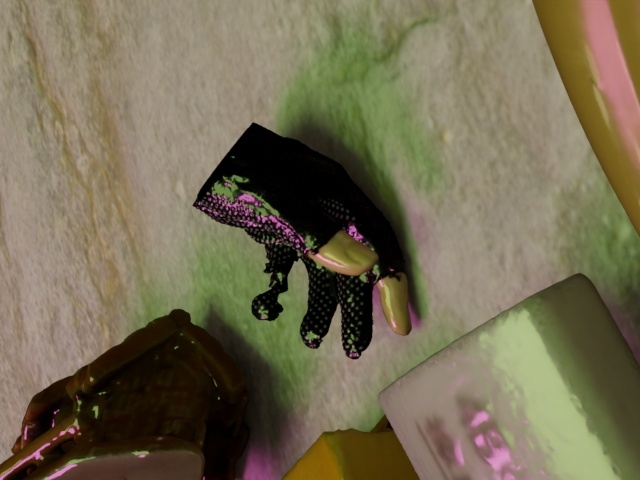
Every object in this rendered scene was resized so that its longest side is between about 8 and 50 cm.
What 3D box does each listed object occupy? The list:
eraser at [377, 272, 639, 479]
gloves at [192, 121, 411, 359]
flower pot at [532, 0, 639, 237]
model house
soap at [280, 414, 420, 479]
[{"bbox_3d":[0.150,0.171,0.777,0.174,0.095,0.270,-42,72,53],"label":"eraser"},{"bbox_3d":[0.000,-0.001,1.009,0.181,0.106,0.129,37,139,-3],"label":"gloves"},{"bbox_3d":[0.202,-0.088,0.649,0.195,0.195,0.179,10,124,48],"label":"flower pot"},{"bbox_3d":[-0.169,0.166,1.196,0.229,0.220,0.199,-83,-3,-54],"label":"model house"},{"bbox_3d":[0.007,0.285,1.063,0.324,0.096,0.204,-55,47,47],"label":"soap"}]
